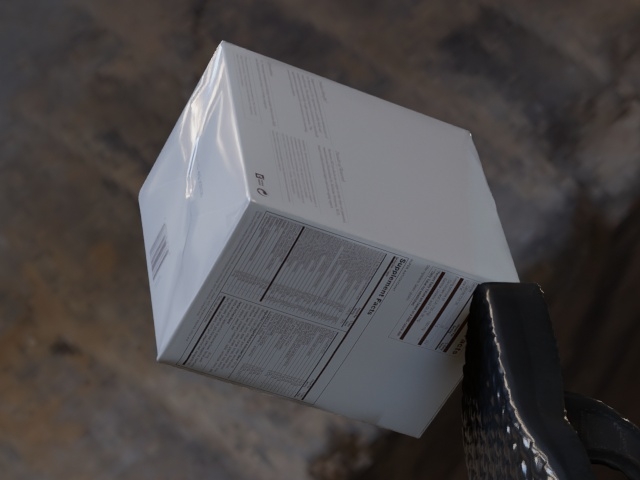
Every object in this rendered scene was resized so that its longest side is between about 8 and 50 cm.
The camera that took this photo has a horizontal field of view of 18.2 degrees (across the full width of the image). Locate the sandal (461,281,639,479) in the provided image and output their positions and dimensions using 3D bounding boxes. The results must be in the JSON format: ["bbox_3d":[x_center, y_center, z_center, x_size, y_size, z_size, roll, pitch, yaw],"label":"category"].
[{"bbox_3d":[0.154,0.160,1.117,0.107,0.445,0.167,2,121,-4],"label":"sandal"}]

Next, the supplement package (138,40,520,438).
[{"bbox_3d":[0.000,0.000,1.379,0.203,0.194,0.149,18,122,-22],"label":"supplement package"}]
